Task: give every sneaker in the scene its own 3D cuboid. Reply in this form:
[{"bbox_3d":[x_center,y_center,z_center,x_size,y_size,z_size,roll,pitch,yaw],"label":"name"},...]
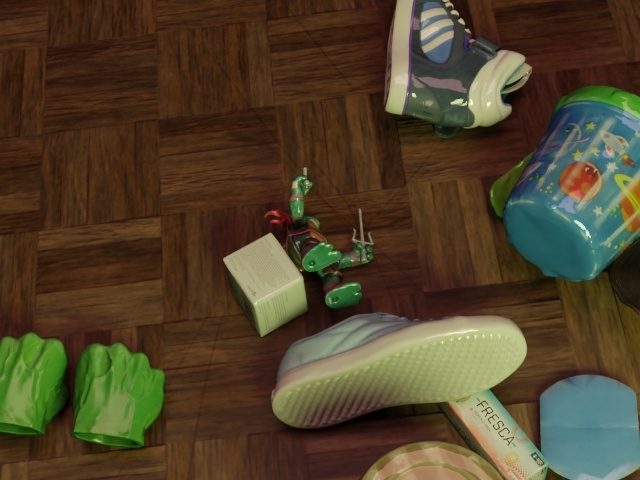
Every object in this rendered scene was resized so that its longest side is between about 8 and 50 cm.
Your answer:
[{"bbox_3d":[0.101,0.144,1.670,0.366,0.135,0.150,-14,40,15],"label":"sneaker"},{"bbox_3d":[0.234,-0.318,2.009,0.236,0.130,0.323,8,53,-1],"label":"sneaker"}]

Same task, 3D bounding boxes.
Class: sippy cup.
[{"bbox_3d":[0.388,-0.068,1.747,0.240,0.305,0.224,40,65,7],"label":"sippy cup"}]

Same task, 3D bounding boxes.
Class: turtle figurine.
[{"bbox_3d":[0.000,0.000,1.818,0.118,0.175,0.234,-44,26,16],"label":"turtle figurine"}]

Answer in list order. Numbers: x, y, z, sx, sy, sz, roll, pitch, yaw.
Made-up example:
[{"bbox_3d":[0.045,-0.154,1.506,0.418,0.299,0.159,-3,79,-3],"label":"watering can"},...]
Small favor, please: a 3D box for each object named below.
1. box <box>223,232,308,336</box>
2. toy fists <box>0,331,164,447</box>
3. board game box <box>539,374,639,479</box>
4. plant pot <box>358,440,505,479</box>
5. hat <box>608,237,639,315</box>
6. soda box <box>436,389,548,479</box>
[{"bbox_3d":[-0.081,0.066,1.792,0.087,0.101,0.102,-28,59,-13],"label":"box"},{"bbox_3d":[-0.363,0.214,1.731,0.279,0.096,0.142,6,68,7],"label":"toy fists"},{"bbox_3d":[0.373,0.267,1.663,0.133,0.033,0.168,-2,52,10],"label":"board game box"},{"bbox_3d":[0.136,0.387,1.461,0.323,0.280,0.323,-3,58,4],"label":"plant pot"},{"bbox_3d":[0.582,0.018,1.686,0.331,0.134,0.331,1,38,-1],"label":"hat"},{"bbox_3d":[0.235,0.265,1.660,0.063,0.058,0.183,-30,60,-13],"label":"soda box"}]
